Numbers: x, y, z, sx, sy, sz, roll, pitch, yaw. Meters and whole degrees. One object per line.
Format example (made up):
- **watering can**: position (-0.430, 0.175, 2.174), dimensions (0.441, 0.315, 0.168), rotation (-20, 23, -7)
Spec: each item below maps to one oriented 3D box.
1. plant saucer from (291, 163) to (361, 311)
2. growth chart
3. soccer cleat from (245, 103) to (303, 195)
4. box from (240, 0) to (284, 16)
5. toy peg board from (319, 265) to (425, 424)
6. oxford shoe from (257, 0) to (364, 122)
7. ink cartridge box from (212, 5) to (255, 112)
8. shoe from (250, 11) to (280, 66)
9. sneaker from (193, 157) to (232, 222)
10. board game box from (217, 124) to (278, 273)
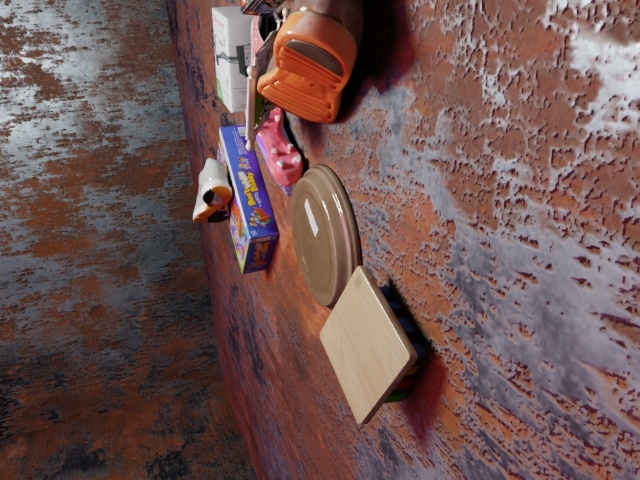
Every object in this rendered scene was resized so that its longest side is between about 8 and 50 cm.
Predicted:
- **plant saucer**: position (0.000, 0.000, 0.934), dimensions (0.278, 0.041, 0.278), rotation (170, 90, -72)
- **growth chart**: position (-0.094, -0.284, 0.909), dimensions (0.172, 0.021, 0.237), rotation (96, -172, -48)
- **soccer cleat**: position (-0.099, -0.203, 1.055), dimensions (0.095, 0.083, 0.248), rotation (97, 152, -53)
- **box**: position (-0.062, -0.423, 0.631), dimensions (0.159, 0.044, 0.233), rotation (-168, 76, -65)
- **toy peg board**: position (0.086, 0.148, 0.736), dimensions (0.161, 0.079, 0.161), rotation (62, 139, 40)
- **oxford shoe**: position (-0.005, -0.267, 0.741), dimensions (0.363, 0.129, 0.133), rotation (-179, 111, -77)
- **ink cartridge box**: position (-0.190, -0.422, 1.182), dimensions (0.153, 0.086, 0.209), rotation (-127, 33, -52)
- **shoe**: position (-0.106, -0.363, 1.004), dimensions (0.081, 0.063, 0.178), rotation (-155, 61, -74)
- **sneaker**: position (-0.305, -0.136, 1.438), dimensions (0.262, 0.099, 0.121), rotation (135, 130, -58)
- **board game box**: position (-0.214, -0.111, 1.432), dimensions (0.233, 0.078, 0.347), rotation (116, 140, -60)
